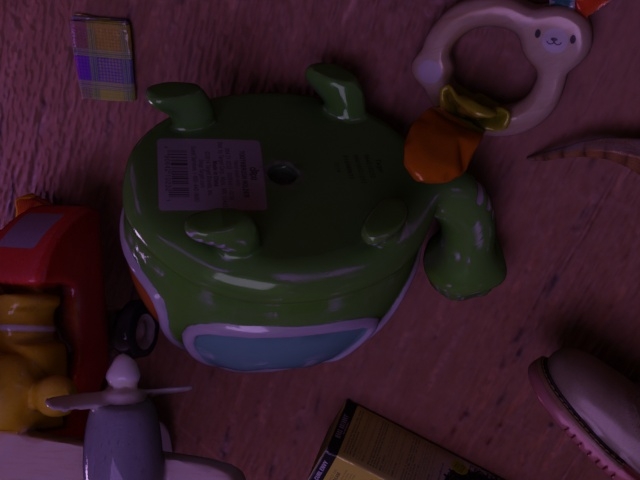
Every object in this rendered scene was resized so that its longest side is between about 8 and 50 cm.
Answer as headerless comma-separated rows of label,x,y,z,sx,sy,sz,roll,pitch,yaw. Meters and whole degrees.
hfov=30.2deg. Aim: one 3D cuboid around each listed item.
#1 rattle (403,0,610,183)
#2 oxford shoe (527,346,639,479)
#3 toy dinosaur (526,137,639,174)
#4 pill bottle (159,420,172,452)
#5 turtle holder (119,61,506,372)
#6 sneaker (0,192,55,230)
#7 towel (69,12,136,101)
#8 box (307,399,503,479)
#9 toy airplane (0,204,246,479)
rattle,0.155,-0.147,0.944,0.200,0.143,0.130,-29,88,35
oxford shoe,0.375,0.185,1.074,0.397,0.140,0.146,29,113,-9
toy dinosaur,0.287,-0.069,0.987,0.212,0.064,0.112,20,123,6
pill bottle,-0.358,0.248,1.279,0.361,0.204,0.204,8,120,12
turtle holder,-0.016,-0.010,1.039,0.243,0.320,0.227,47,145,31
sneaker,-0.312,0.025,1.234,0.067,0.064,0.175,36,116,13
towel,-0.202,-0.171,1.111,0.060,0.009,0.083,6,120,13
box,0.108,0.257,1.212,0.232,0.087,0.058,26,125,0
toy airplane,-0.298,0.184,1.035,0.386,0.272,0.384,-37,60,3
